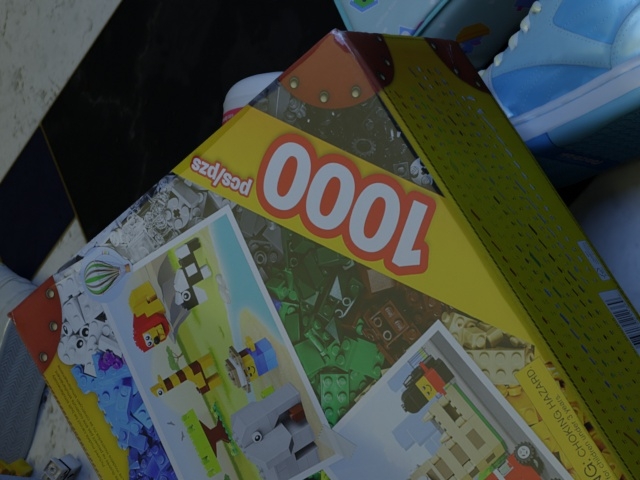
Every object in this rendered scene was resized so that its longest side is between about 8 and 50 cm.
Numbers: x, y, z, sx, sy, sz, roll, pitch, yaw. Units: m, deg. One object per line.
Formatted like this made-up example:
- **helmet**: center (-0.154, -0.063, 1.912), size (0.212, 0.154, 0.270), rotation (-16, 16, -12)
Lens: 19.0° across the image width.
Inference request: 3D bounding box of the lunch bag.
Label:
- **lunch bag**: center (0.121, -0.288, 1.651), size (0.279, 0.108, 0.224), rotation (-49, 47, 31)

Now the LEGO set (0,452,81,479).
- **LEGO set**: center (-0.346, 0.297, 2.116), size (0.087, 0.093, 0.227), rotation (40, 112, 12)

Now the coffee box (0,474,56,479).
- **coffee box**: center (-0.185, 0.416, 1.689), size (0.334, 0.337, 0.338), rotation (16, 94, 50)

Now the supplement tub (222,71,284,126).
- **supplement tub**: center (0.000, 0.000, 1.670), size (0.191, 0.191, 0.272), rotation (-3, 81, 50)

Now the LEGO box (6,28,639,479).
- **LEGO box**: center (0.055, 0.153, 1.411), size (0.372, 0.193, 0.500), rotation (-40, 74, 25)

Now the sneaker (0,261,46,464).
- **sneaker**: center (-0.398, 0.168, 2.186), size (0.169, 0.108, 0.293), rotation (32, 97, 50)

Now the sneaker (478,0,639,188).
- **sneaker**: center (0.190, -0.161, 1.534), size (0.319, 0.127, 0.208), rotation (-20, 69, 36)
